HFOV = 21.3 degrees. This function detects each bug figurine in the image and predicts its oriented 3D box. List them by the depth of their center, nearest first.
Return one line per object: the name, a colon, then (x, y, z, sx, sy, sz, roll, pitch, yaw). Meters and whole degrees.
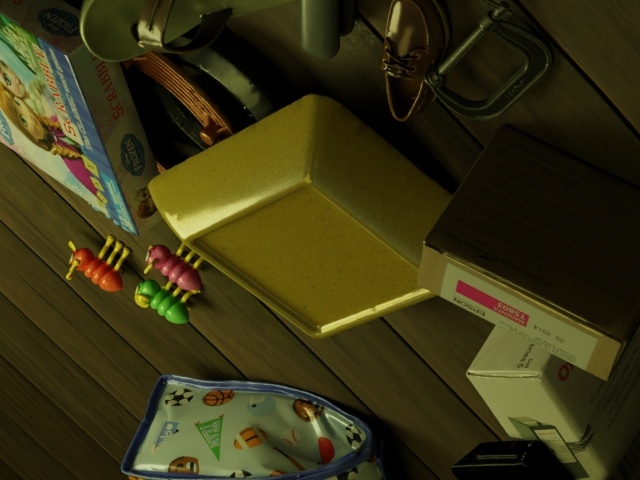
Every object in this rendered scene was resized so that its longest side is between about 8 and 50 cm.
bug figurine: (-0.264, 0.026, 2.441, 0.216, 0.072, 0.279, 33, 149, 3)

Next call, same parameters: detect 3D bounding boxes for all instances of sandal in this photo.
sandal: (-0.146, -0.256, 1.860, 0.303, 0.086, 0.120, -14, 141, 32)

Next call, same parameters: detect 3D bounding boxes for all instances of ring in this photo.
ring: (-0.197, -0.133, 2.130, 0.336, 0.032, 0.336, 36, 157, 18)

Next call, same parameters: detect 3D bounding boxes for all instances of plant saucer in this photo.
plant saucer: (0.000, 0.000, 2.033, 0.333, 0.081, 0.333, 37, 141, -27)

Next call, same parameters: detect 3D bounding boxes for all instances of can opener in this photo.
can opener: (0.020, -0.290, 1.734, 0.093, 0.074, 0.280, 26, 148, 13)

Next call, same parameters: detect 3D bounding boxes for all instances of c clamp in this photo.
c clamp: (0.163, -0.189, 1.755, 0.137, 0.022, 0.160, 23, 138, -14)

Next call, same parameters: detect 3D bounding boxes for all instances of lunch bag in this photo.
lunch bag: (-0.065, 0.393, 2.609, 0.385, 0.239, 0.328, 2, 137, 19)

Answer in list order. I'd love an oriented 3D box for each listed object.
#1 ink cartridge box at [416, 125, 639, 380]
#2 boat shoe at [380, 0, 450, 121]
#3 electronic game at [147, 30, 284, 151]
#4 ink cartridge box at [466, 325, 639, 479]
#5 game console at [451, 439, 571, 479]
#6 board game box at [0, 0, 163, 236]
ink cartridge box: (0.247, 0.010, 1.811, 0.235, 0.193, 0.088, 28, 148, 13)
boat shoe: (0.097, -0.196, 1.802, 0.064, 0.060, 0.178, 23, 147, 20)
electronic game: (-0.121, -0.164, 2.065, 0.229, 0.048, 0.229, 32, 155, 17)
ink cartridge box: (0.313, 0.173, 1.964, 0.115, 0.198, 0.273, -2, 133, 46)
game console: (0.326, 0.301, 1.891, 0.361, 0.044, 0.213, -12, 126, 50)
board game box: (-0.347, -0.194, 2.152, 0.318, 0.066, 0.318, 32, 152, 36)
